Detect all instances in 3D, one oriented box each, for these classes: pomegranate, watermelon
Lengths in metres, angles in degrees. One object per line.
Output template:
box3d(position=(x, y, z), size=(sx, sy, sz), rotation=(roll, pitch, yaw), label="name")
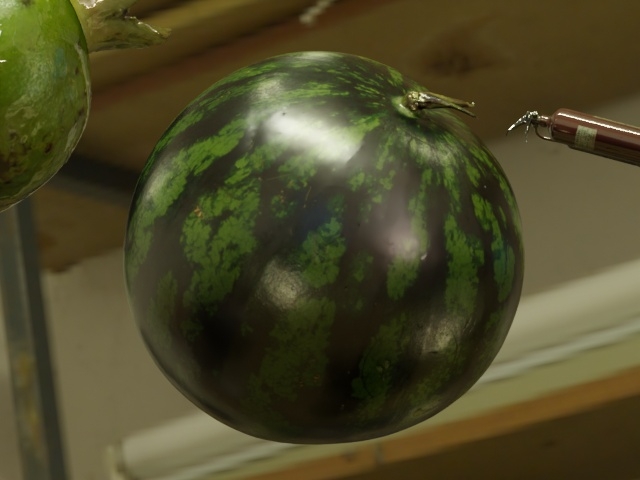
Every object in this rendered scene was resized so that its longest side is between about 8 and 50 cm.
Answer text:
box3d(position=(-0.293, -0.154, 1.575), size=(0.341, 0.260, 0.260), rotation=(-22, -15, -21), label="pomegranate")
box3d(position=(-0.003, 0.004, 1.179), size=(0.269, 0.269, 0.269), rotation=(-9, -19, -3), label="watermelon")

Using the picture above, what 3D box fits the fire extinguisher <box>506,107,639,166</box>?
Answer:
box3d(position=(0.241, -0.079, 1.456), size=(0.173, 0.035, 0.049), rotation=(17, 10, 19), label="fire extinguisher")
